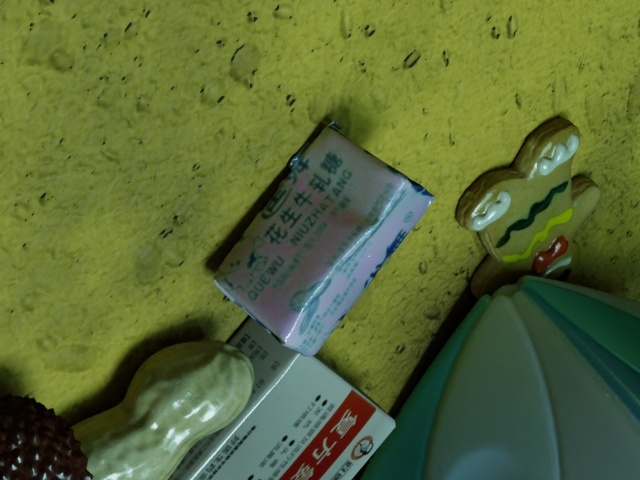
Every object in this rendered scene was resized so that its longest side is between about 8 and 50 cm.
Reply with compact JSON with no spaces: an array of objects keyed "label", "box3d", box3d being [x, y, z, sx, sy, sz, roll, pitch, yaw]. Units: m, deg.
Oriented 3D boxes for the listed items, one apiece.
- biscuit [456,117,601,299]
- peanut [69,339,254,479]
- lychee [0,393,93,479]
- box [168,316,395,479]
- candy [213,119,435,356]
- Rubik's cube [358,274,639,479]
[{"label":"biscuit","box3d":[0.198,-0.006,1.674,0.158,0.035,0.240,-41,146,-10]},{"label":"peanut","box3d":[-0.130,0.140,1.380,0.187,0.082,0.082,-40,146,-13]},{"label":"lychee","box3d":[-0.215,0.171,1.272,0.123,0.123,0.129,12,85,-55]},{"label":"box","box3d":[-0.104,0.240,1.526,0.353,0.069,0.214,-48,148,0]},{"label":"candy","box3d":[0.000,0.000,1.383,0.160,0.092,0.073,-52,153,-1]},{"label":"Rubik's cube","box3d":[0.270,0.274,1.693,0.347,0.351,0.352,14,120,-40]}]
